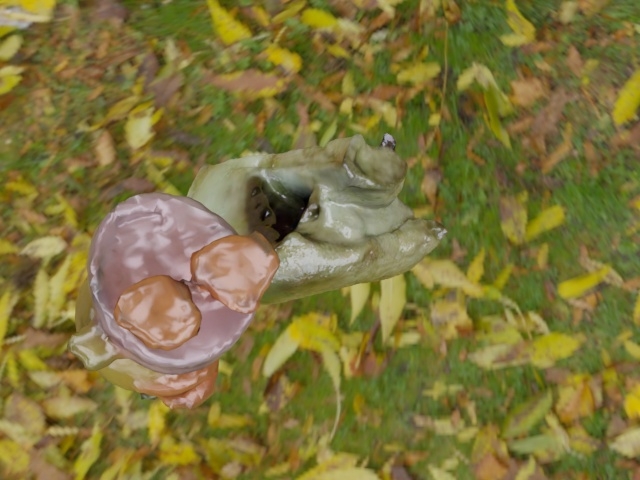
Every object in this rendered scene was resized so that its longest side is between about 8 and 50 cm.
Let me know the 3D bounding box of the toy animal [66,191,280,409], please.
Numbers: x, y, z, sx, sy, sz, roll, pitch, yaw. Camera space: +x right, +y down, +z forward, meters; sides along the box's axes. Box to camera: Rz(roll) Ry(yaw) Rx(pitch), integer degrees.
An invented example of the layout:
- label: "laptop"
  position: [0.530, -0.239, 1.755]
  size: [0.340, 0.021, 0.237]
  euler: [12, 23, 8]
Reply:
- label: "toy animal"
  position: [-0.147, 0.060, 1.260]
  size: [0.195, 0.281, 0.169]
  euler: [-27, 75, -20]

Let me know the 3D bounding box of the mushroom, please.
- label: "mushroom"
  position: [0.001, 0.006, 1.595]
  size: [0.292, 0.212, 0.217]
  euler: [-19, 134, 41]
